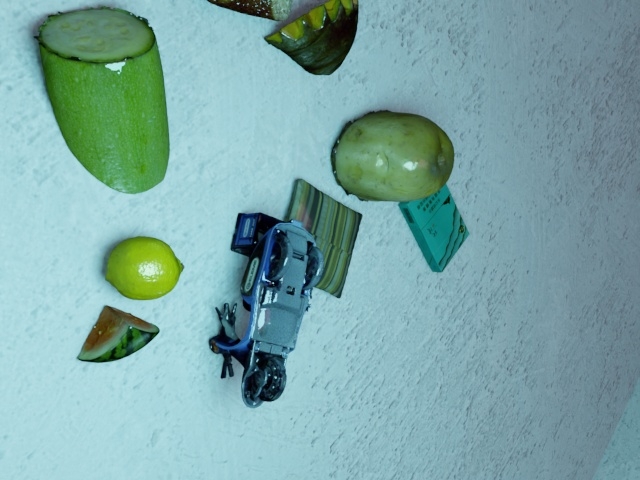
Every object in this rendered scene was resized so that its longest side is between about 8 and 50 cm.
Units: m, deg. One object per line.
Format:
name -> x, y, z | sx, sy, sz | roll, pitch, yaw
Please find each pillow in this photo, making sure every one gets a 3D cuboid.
pillow -> 0.000, 0.000, 1.335 | 0.212, 0.052, 0.208 | 27, 71, -41

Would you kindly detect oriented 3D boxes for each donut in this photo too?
donut -> -0.131, -0.486, 1.157 | 0.186, 0.144, 0.126 | -11, 109, -65

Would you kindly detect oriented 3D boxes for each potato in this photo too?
potato -> 0.187, -0.184, 1.393 | 0.285, 0.242, 0.242 | 0, 92, -45

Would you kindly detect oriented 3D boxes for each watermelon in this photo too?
watermelon -> -0.335, 0.150, 1.042 | 0.094, 0.125, 0.135 | 56, 20, 7

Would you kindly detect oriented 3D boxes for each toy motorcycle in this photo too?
toy motorcycle -> -0.110, 0.124, 1.148 | 0.125, 0.212, 0.358 | 22, 73, -39

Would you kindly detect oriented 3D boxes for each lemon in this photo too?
lemon -> -0.293, 0.047, 1.035 | 0.133, 0.109, 0.109 | -6, 96, -33

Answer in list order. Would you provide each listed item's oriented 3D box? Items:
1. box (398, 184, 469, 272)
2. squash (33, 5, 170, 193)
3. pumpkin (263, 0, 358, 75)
box -> 0.300, -0.053, 1.612 | 0.161, 0.042, 0.226 | -47, 120, -29
squash -> -0.352, -0.226, 1.026 | 0.189, 0.189, 0.260 | -36, 151, -35
pumpkin -> 0.026, -0.421, 1.287 | 0.254, 0.130, 0.149 | -41, 118, -35
